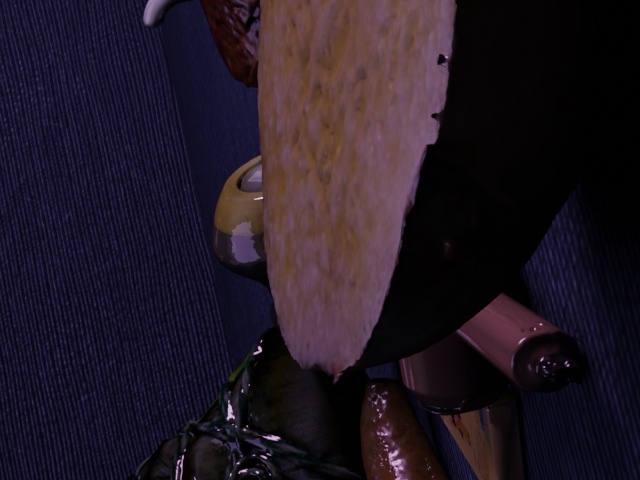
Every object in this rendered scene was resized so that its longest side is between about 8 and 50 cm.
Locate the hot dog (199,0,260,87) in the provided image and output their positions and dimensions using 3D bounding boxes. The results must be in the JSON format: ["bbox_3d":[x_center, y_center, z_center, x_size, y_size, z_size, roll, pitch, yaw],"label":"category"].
[{"bbox_3d":[-0.057,-0.229,1.167,0.226,0.099,0.160,67,165,-15],"label":"hot dog"}]

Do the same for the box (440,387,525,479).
[{"bbox_3d":[0.090,0.095,0.940,0.149,0.020,0.073,-120,19,-65],"label":"box"}]

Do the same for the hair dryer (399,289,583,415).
[{"bbox_3d":[0.085,0.047,0.791,0.182,0.064,0.117,-140,38,-68],"label":"hair dryer"}]

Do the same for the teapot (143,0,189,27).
[{"bbox_3d":[-0.107,-0.324,1.322,0.193,0.130,0.294,-114,15,-54],"label":"teapot"}]

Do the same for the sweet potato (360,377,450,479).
[{"bbox_3d":[0.073,0.205,1.053,0.273,0.075,0.075,-105,8,-45],"label":"sweet potato"}]

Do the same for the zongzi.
[{"bbox_3d":[-0.007,0.247,1.347,0.383,0.362,0.319,-27,69,42],"label":"zongzi"}]

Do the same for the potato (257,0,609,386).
[{"bbox_3d":[0.052,-0.092,0.631,0.239,0.116,0.299,155,115,-75],"label":"potato"}]

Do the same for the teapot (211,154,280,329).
[{"bbox_3d":[0.000,0.000,1.138,0.166,0.130,0.119,8,130,48],"label":"teapot"}]
